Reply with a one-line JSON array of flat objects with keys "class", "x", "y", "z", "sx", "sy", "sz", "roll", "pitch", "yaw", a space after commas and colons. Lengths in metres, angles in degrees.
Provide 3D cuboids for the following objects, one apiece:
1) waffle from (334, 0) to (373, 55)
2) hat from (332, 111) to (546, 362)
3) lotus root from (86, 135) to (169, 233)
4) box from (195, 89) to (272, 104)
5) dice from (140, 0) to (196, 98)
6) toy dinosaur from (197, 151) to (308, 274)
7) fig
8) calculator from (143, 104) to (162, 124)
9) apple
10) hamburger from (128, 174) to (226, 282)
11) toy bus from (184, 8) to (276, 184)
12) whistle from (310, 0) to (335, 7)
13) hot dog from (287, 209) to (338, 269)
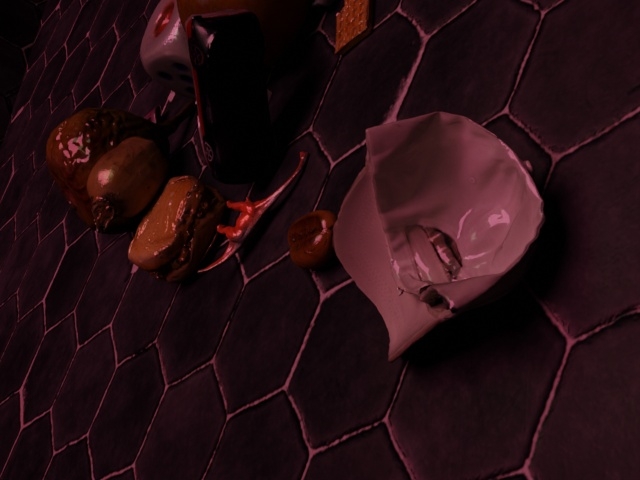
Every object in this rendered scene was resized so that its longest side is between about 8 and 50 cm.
[{"class": "waffle", "x": 0.060, "y": -0.397, "z": 1.794, "sx": 0.092, "sy": 0.021, "sz": 0.135, "roll": -34, "pitch": 40, "yaw": 41}, {"class": "hat", "x": 0.142, "y": 0.015, "z": 1.241, "sx": 0.301, "sy": 0.168, "sz": 0.258, "roll": 116, "pitch": 140, "yaw": -50}, {"class": "lotus root", "x": -0.380, "y": -0.112, "z": 1.969, "sx": 0.125, "sy": 0.118, "sz": 0.221, "roll": 25, "pitch": 59, "yaw": 20}, {"class": "box", "x": -0.173, "y": -0.281, "z": 2.006, "sx": 0.154, "sy": 0.084, "sz": 0.040, "roll": -12, "pitch": 59, "yaw": 54}, {"class": "dice", "x": -0.253, "y": -0.421, "z": 2.140, "sx": 0.194, "sy": 0.191, "sz": 0.193, "roll": -16, "pitch": 55, "yaw": 54}, {"class": "toy dinosaur", "x": -0.119, "y": -0.048, "z": 1.768, "sx": 0.280, "sy": 0.055, "sz": 0.101, "roll": -58, "pitch": 39, "yaw": 5}, {"class": "fig", "x": -0.402, "y": -0.201, "z": 2.183, "sx": 0.368, "sy": 0.286, "sz": 0.286, "roll": -45, "pitch": 24, "yaw": -19}, {"class": "calculator", "x": -0.418, "y": -0.217, "z": 2.398, "sx": 0.126, "sy": 0.034, "sz": 0.191, "roll": -28, "pitch": 50, "yaw": 45}, {"class": "apple", "x": -0.149, "y": -0.450, "z": 1.942, "sx": 0.264, "sy": 0.264, "sz": 0.264, "roll": -38, "pitch": 38, "yaw": 37}, {"class": "hamburger", "x": -0.273, "y": -0.022, "z": 1.930, "sx": 0.213, "sy": 0.108, "sz": 0.214, "roll": -38, "pitch": 37, "yaw": 36}, {"class": "toy bus", "x": -0.159, "y": -0.259, "z": 1.805, "sx": 0.147, "sy": 0.127, "sz": 0.303, "roll": -130, "pitch": 31, "yaw": -64}, {"class": "whistle", "x": 0.057, "y": -0.577, "z": 1.905, "sx": 0.062, "sy": 0.062, "sz": 0.312, "roll": 22, "pitch": 86, "yaw": 61}, {"class": "hot dog", "x": 0.000, "y": -0.002, "z": 1.538, "sx": 0.140, "sy": 0.060, "sz": 0.090, "roll": -30, "pitch": 47, "yaw": 54}]
